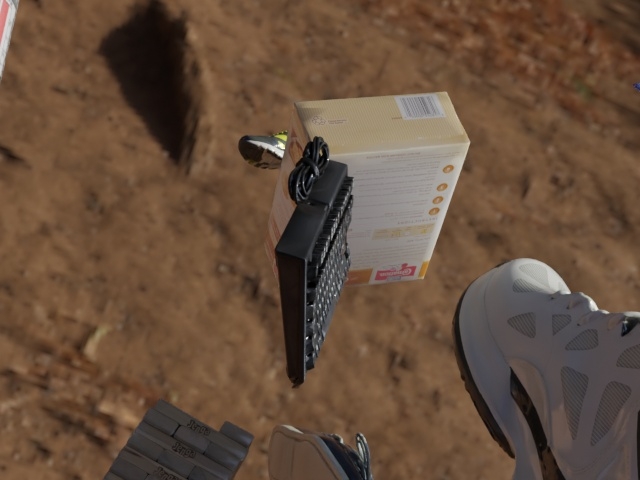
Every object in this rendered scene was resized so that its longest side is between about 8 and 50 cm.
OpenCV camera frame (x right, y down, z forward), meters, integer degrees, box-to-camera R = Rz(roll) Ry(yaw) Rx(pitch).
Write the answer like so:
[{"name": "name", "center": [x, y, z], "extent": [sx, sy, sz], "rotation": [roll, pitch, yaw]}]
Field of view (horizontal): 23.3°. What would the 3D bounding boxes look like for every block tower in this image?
[{"name": "block tower", "center": [-0.159, 0.255, 1.194], "extent": [0.097, 0.091, 0.335], "rotation": [30, 33, 3]}]

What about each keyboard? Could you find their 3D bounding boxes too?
[{"name": "keyboard", "center": [0.000, 0.000, 0.864], "extent": [0.023, 0.108, 0.180], "rotation": [-3, 18, 8]}]

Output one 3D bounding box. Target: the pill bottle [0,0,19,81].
[{"name": "pill bottle", "center": [-0.408, -0.228, 1.530], "extent": [0.210, 0.362, 0.210], "rotation": [7, -17, 2]}]

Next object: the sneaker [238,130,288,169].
[{"name": "sneaker", "center": [-0.040, -0.085, 1.421], "extent": [0.083, 0.031, 0.035], "rotation": [16, 54, -33]}]

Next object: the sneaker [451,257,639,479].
[{"name": "sneaker", "center": [0.258, 0.102, 1.215], "extent": [0.169, 0.257, 0.447], "rotation": [37, 22, -22]}]

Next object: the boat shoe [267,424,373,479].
[{"name": "boat shoe", "center": [0.011, 0.248, 1.632], "extent": [0.079, 0.095, 0.254], "rotation": [4, -2, -18]}]

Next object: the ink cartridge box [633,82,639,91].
[{"name": "ink cartridge box", "center": [0.512, -0.102, 1.741], "extent": [0.311, 0.065, 0.186], "rotation": [5, 30, -26]}]

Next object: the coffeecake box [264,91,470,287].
[{"name": "coffeecake box", "center": [0.037, -0.040, 1.383], "extent": [0.142, 0.185, 0.068], "rotation": [-6, 51, -18]}]
